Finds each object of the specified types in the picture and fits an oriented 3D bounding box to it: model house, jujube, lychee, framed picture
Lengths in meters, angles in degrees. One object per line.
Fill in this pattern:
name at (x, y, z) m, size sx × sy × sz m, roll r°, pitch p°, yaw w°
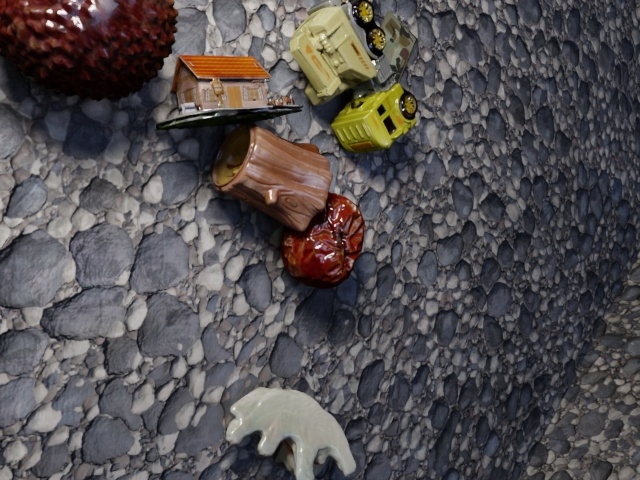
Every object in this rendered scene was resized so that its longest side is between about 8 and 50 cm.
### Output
model house at (-0.203, -0.337, 1.236) m, size 0.294 × 0.207 × 0.153 m, roll -14°, pitch 99°, yaw -38°
jujube at (0.000, 0.000, 1.434) m, size 0.213 × 0.213 × 0.232 m, roll 29°, pitch 72°, yaw -37°
lychee at (-0.421, -0.399, 1.006) m, size 0.305 × 0.306 × 0.330 m, roll -71°, pitch 156°, yaw -11°
framed picture at (0.211, -0.564, 1.681) m, size 0.136 × 0.010 × 0.200 m, roll 32°, pitch 73°, yaw -37°

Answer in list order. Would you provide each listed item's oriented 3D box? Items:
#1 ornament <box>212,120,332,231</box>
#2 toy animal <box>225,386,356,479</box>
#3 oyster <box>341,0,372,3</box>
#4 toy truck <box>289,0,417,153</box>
ornament at (-0.121, -0.157, 1.316) m, size 0.218 × 0.221 × 0.235 m, roll 24°, pitch 65°, yaw -35°
toy animal at (-0.105, 0.502, 1.434) m, size 0.308 × 0.188 × 0.265 m, roll -7°, pitch 77°, yaw -28°
oyster at (0.075, -0.754, 1.478) m, size 0.198 × 0.133 × 0.336 m, roll -47°, pitch 128°, yaw -40°
toy truck at (0.080, -0.419, 1.477) m, size 0.254 × 0.181 × 0.405 m, roll -49°, pitch 120°, yaw -28°
